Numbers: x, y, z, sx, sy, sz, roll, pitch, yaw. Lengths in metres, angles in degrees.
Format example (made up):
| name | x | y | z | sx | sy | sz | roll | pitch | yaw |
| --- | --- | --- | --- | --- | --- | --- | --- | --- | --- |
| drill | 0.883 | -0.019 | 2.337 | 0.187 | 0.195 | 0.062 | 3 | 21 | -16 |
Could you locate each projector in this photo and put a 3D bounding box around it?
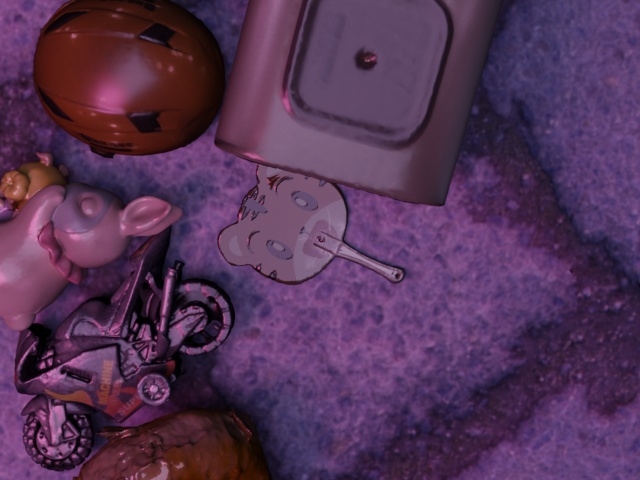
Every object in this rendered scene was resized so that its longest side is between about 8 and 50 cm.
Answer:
| name | x | y | z | sx | sy | sz | roll | pitch | yaw |
| --- | --- | --- | --- | --- | --- | --- | --- | --- | --- |
| projector | 0.036 | -0.191 | 1.102 | 0.248 | 0.248 | 0.249 | 14 | 98 | -6 |

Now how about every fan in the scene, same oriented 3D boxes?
| name | x | y | z | sx | sy | sz | roll | pitch | yaw |
| --- | --- | --- | --- | --- | --- | --- | --- | --- | --- |
| fan | 0.000 | 0.000 | 1.254 | 0.227 | 0.008 | 0.152 | 27 | 96 | -7 |

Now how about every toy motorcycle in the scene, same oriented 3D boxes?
| name | x | y | z | sx | sy | sz | roll | pitch | yaw |
| --- | --- | --- | --- | --- | --- | --- | --- | --- | --- |
| toy motorcycle | -0.249 | 0.129 | 1.211 | 0.307 | 0.108 | 0.173 | -41 | 94 | 1 |

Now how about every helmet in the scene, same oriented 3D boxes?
| name | x | y | z | sx | sy | sz | roll | pitch | yaw |
| --- | --- | --- | --- | --- | --- | --- | --- | --- | --- |
| helmet | -0.219 | -0.187 | 1.148 | 0.224 | 0.130 | 0.198 | 10 | 95 | -4 |

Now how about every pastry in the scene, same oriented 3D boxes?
| name | x | y | z | sx | sy | sz | roll | pitch | yaw |
| --- | --- | --- | --- | --- | --- | --- | --- | --- | --- |
| pastry | -0.171 | 0.294 | 1.201 | 0.236 | 0.121 | 0.257 | -23 | 139 | -10 |

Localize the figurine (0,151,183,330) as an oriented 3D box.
| name | x | y | z | sx | sy | sz | roll | pitch | yaw |
| --- | --- | --- | --- | --- | --- | --- | --- | --- | --- |
| figurine | -0.288 | -0.020 | 1.174 | 0.235 | 0.127 | 0.155 | -32 | 69 | 2 |
